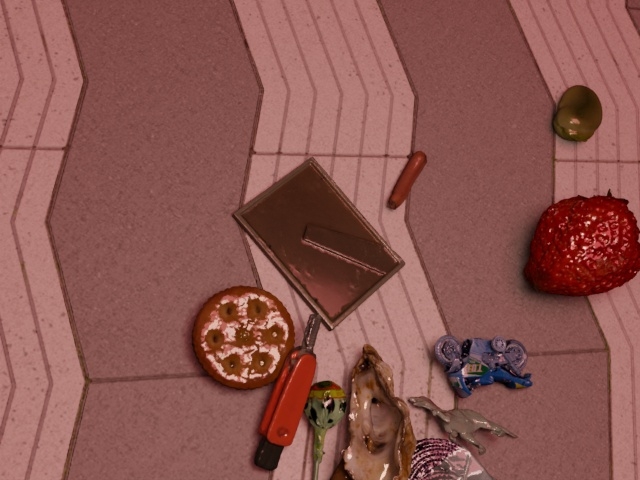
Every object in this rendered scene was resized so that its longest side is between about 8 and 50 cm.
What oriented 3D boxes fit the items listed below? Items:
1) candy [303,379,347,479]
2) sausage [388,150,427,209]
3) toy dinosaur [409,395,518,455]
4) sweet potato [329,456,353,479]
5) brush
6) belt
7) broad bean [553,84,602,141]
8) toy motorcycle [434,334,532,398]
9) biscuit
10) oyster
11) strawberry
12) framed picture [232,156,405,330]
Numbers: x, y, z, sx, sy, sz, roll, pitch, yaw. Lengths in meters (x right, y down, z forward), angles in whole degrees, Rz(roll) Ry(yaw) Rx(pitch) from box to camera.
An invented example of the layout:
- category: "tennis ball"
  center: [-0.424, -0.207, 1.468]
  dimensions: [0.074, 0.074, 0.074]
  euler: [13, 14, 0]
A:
- category: "candy"
  center: [0.001, 0.436, 1.497]
  dimensions: [0.091, 0.083, 0.306]
  euler: [1, 76, 16]
- category: "sausage"
  center: [0.206, -0.143, 1.769]
  dimensions: [0.040, 0.047, 0.177]
  euler: [39, 63, -13]
- category: "toy dinosaur"
  center: [0.324, 0.393, 1.609]
  dimensions: [0.242, 0.167, 0.053]
  euler: [8, 111, -35]
- category: "sweet potato"
  center: [0.043, 0.501, 1.464]
  dimensions: [0.077, 0.077, 0.244]
  euler: [21, 38, -8]
- category: "brush"
  center: [-0.057, 0.301, 1.492]
  dimensions: [0.070, 0.051, 0.323]
  euler: [24, 78, -32]
- category: "belt"
  center: [0.248, 0.561, 1.494]
  dimensions: [0.260, 0.122, 0.325]
  euler: [-14, 72, -13]
- category: "broad bean"
  center: [0.680, -0.332, 1.956]
  dimensions: [0.124, 0.082, 0.174]
  euler: [37, 67, 1]
- category: "toy motorcycle"
  center: [0.361, 0.281, 1.644]
  dimensions: [0.254, 0.092, 0.136]
  euler: [6, 78, -24]
- category: "biscuit"
  center: [-0.158, 0.199, 1.533]
  dimensions: [0.220, 0.066, 0.221]
  euler: [5, 71, -14]
- category: "oyster"
  center: [0.119, 0.373, 1.487]
  dimensions: [0.110, 0.166, 0.341]
  euler: [36, 29, -35]
- category: "strawberry"
  center: [0.597, 0.026, 1.728]
  dimensions: [0.276, 0.257, 0.257]
  euler: [-31, 82, -8]
- category: "framed picture"
  center: [0.000, 0.000, 1.672]
  dimensions: [0.247, 0.022, 0.335]
  euler: [-39, 85, -25]
